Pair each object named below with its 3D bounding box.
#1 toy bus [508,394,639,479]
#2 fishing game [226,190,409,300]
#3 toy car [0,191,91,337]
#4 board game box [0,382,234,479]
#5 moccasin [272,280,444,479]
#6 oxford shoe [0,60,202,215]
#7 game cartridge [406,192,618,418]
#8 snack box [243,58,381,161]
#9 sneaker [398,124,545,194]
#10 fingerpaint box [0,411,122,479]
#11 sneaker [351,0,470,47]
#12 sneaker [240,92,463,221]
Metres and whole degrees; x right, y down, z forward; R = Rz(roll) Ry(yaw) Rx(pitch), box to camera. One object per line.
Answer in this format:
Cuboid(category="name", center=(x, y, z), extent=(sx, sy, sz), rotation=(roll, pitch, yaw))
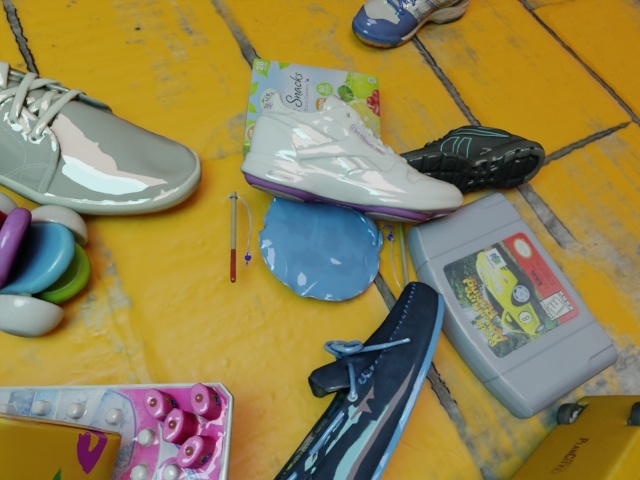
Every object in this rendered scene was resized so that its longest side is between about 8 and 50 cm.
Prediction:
Cuboid(category="toy bus", center=(0.278, 0.289, 0.479), extent=(0.332, 0.108, 0.130), rotation=(-21, 84, -36))
Cuboid(category="fishing game", center=(0.000, 0.000, 0.648), extent=(0.263, 0.041, 0.189), rotation=(3, 62, -17))
Cuboid(category="toy car", center=(-0.354, 0.012, 0.507), extent=(0.181, 0.136, 0.159), rotation=(16, 60, -20))
Cuboid(category="board game box", center=(-0.279, 0.315, 0.365), extent=(0.389, 0.050, 0.391), rotation=(-3, 62, 7))
Cuboid(category="moccasin", center=(0.035, 0.177, 0.510), extent=(0.116, 0.138, 0.342), rotation=(28, 61, 9))
Cuboid(category="oxford shoe", center=(-0.377, -0.153, 0.595), extent=(0.448, 0.130, 0.169), rotation=(19, 48, -3))
Cuboid(category="game cartridge", center=(0.256, 0.081, 0.649), extent=(0.195, 0.060, 0.294), rotation=(-23, 70, -16))
Cuboid(category="snack box", center=(-0.012, -0.188, 0.723), extent=(0.206, 0.070, 0.175), rotation=(4, 64, -7))
Cuboid(category="sneaker", center=(0.217, -0.125, 0.736), extent=(0.267, 0.101, 0.106), rotation=(-8, 43, -14))
Cuboid(category="fingerpaint box", center=(-0.412, 0.283, 0.279), extent=(0.443, 0.163, 0.372), rotation=(3, 64, 9))
Cuboid(category="sneaker", center=(0.184, -0.474, 0.871), extent=(0.296, 0.131, 0.112), rotation=(-33, 75, -22))
Cuboid(category="sneaker", center=(0.055, -0.110, 0.609), extent=(0.304, 0.114, 0.152), rotation=(13, 87, -9))
